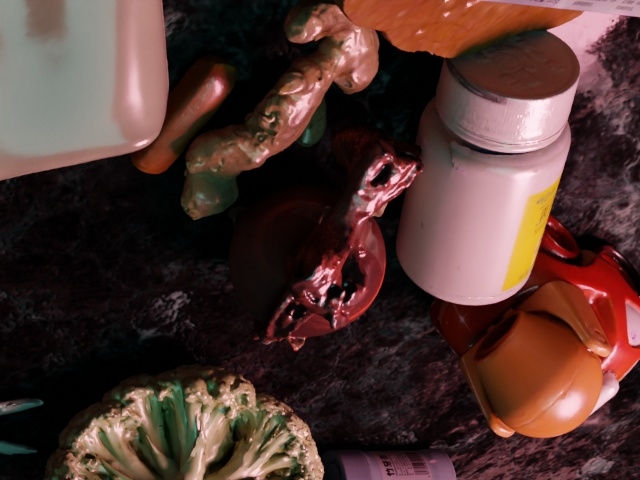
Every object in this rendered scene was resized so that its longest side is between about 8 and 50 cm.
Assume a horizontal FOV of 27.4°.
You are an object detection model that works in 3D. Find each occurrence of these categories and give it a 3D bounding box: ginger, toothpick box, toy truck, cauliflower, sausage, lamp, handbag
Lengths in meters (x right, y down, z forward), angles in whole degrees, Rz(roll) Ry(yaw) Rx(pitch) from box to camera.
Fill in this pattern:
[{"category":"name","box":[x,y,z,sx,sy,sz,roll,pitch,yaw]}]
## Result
[{"category":"ginger","box":[-0.031,-0.112,1.174,0.149,0.065,0.258,-8,143,-48]},{"category":"toothpick box","box":[0.081,0.310,1.634,0.153,0.101,0.101,3,133,-23]},{"category":"toy truck","box":[0.252,0.118,1.401,0.265,0.239,0.189,24,122,-38]},{"category":"cauliflower","box":[-0.136,0.275,1.410,0.275,0.250,0.272,-29,135,16]},{"category":"sausage","box":[-0.121,-0.114,1.170,0.039,0.041,0.131,17,126,-43]},{"category":"lamp","box":[0.008,0.005,1.251,0.151,0.223,0.215,30,74,-33]},{"category":"handbag","box":[-0.239,-0.196,1.003,0.241,0.109,0.315,-13,133,-8]}]

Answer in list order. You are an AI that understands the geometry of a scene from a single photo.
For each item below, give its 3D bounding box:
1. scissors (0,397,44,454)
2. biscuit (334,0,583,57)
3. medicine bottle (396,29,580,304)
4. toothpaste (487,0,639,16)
[{"category":"scissors","box":[-0.480,0.198,1.366,0.383,0.029,0.256,4,133,-25]},{"category":"biscuit","box":[0.190,-0.283,1.016,0.365,0.062,0.385,-44,158,30]},{"category":"medicine bottle","box":[0.157,-0.071,1.245,0.143,0.143,0.258,-7,135,-14]},{"category":"toothpaste","box":[0.223,-0.224,1.017,0.336,0.067,0.081,-7,151,-50]}]
